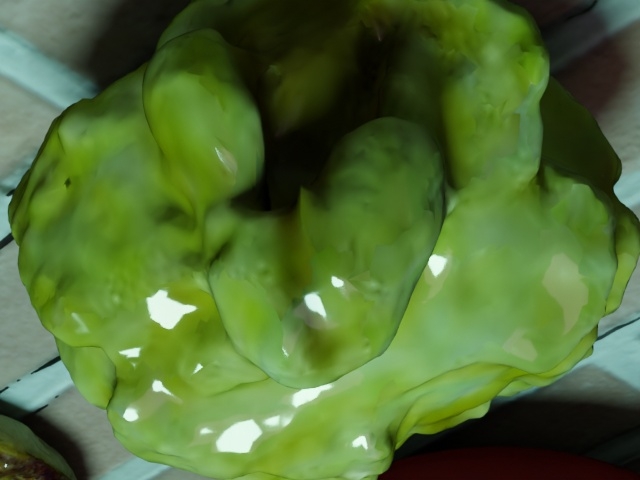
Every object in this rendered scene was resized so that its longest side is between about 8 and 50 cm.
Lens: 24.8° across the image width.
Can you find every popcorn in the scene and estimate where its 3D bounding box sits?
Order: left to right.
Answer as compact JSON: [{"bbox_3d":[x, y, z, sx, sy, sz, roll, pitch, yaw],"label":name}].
[{"bbox_3d":[0.000,0.000,0.602,0.256,0.195,0.255,4,150,-6],"label":"popcorn"}]

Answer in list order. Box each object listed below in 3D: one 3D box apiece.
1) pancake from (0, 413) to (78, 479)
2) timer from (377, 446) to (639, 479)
[{"bbox_3d":[-0.304,0.188,0.906,0.356,0.065,0.356,-3,141,-2],"label":"pancake"},{"bbox_3d":[0.103,0.291,0.880,0.378,0.279,0.378,-2,138,-2],"label":"timer"}]
